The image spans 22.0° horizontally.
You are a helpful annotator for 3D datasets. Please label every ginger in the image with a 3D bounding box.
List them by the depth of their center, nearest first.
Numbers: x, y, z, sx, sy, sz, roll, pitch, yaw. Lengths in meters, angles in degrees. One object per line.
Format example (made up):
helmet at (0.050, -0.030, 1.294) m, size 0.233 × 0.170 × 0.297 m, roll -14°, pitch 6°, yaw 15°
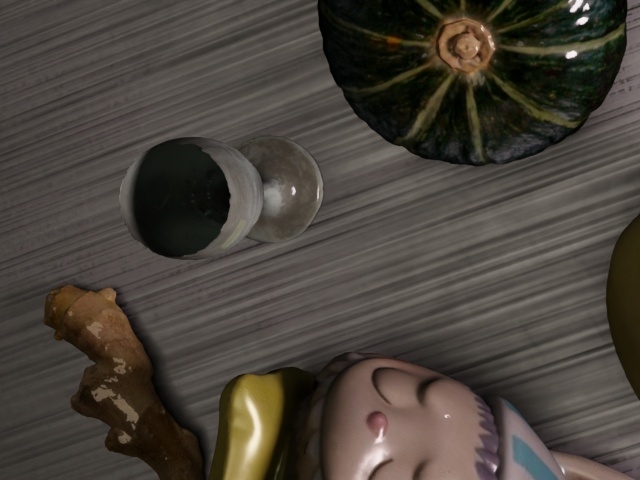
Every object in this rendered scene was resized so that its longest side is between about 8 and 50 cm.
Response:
ginger at (-0.167, 0.165, 1.475) m, size 0.089 × 0.075 × 0.288 m, roll -26°, pitch 83°, yaw -11°

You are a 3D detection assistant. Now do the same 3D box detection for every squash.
squash at (0.122, -0.183, 1.325) m, size 0.252 × 0.165 × 0.252 m, roll 5°, pitch 119°, yaw 10°

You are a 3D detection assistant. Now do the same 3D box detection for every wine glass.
wine glass at (0.000, 0.000, 1.310) m, size 0.264 × 0.309 × 0.096 m, roll 27°, pitch 98°, yaw 8°

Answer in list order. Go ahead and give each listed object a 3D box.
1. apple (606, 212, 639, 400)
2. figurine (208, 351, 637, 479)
apple at (0.357, 0.049, 1.278) m, size 0.262 × 0.262 × 0.262 m, roll 1°, pitch 93°, yaw 11°
figurine at (0.092, 0.289, 1.334) m, size 0.378 × 0.266 × 0.361 m, roll 13°, pitch 105°, yaw 15°
